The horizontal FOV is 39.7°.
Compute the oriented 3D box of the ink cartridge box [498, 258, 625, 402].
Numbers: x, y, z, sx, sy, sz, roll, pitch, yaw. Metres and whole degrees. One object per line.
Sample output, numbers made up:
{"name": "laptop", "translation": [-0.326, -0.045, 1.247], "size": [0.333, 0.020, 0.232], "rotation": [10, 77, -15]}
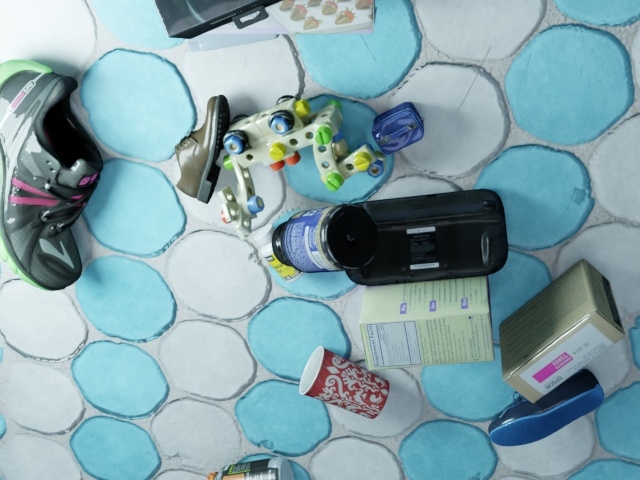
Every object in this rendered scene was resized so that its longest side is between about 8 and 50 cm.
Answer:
{"name": "ink cartridge box", "translation": [0.462, 0.175, 1.727], "size": [0.088, 0.193, 0.235], "rotation": [39, 118, -14]}

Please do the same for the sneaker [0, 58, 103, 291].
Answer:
{"name": "sneaker", "translation": [-0.520, -0.103, 1.708], "size": [0.202, 0.185, 0.483], "rotation": [5, 121, 9]}

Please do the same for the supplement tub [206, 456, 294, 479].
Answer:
{"name": "supplement tub", "translation": [-0.165, 0.579, 2.088], "size": [0.190, 0.117, 0.117], "rotation": [-12, 117, 15]}

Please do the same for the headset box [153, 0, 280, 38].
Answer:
{"name": "headset box", "translation": [-0.159, -0.472, 1.379], "size": [0.246, 0.131, 0.283], "rotation": [-21, 98, 10]}

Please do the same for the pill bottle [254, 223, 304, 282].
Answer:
{"name": "pill bottle", "translation": [-0.080, 0.024, 1.788], "size": [0.065, 0.065, 0.116], "rotation": [-32, 110, 23]}

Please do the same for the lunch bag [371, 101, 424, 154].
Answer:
{"name": "lunch bag", "translation": [0.146, -0.205, 1.626], "size": [0.098, 0.065, 0.067], "rotation": [-26, 113, 21]}

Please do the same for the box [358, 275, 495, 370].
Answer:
{"name": "box", "translation": [0.209, 0.137, 1.727], "size": [0.243, 0.213, 0.117], "rotation": [-6, 118, 10]}

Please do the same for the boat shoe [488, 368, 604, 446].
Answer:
{"name": "boat shoe", "translation": [0.478, 0.359, 1.897], "size": [0.258, 0.089, 0.109], "rotation": [-25, 127, 14]}

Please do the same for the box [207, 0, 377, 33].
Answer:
{"name": "box", "translation": [-0.068, -0.386, 1.493], "size": [0.324, 0.067, 0.063], "rotation": [1, 120, 6]}

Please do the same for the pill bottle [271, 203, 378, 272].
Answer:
{"name": "pill bottle", "translation": [0.000, 0.000, 1.670], "size": [0.123, 0.123, 0.219], "rotation": [50, 153, -20]}

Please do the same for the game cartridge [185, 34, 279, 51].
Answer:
{"name": "game cartridge", "translation": [-0.170, -0.481, 1.519], "size": [0.198, 0.062, 0.297], "rotation": [-9, 118, 8]}

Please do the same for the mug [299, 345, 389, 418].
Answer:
{"name": "mug", "translation": [0.050, 0.311, 1.930], "size": [0.169, 0.150, 0.113], "rotation": [25, 84, -11]}

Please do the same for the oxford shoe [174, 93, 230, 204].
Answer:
{"name": "oxford shoe", "translation": [-0.231, -0.178, 1.684], "size": [0.096, 0.083, 0.227], "rotation": [21, 119, 1]}

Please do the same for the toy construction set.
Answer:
{"name": "toy construction set", "translation": [-0.060, -0.146, 1.650], "size": [0.328, 0.151, 0.215], "rotation": [-27, 119, 13]}

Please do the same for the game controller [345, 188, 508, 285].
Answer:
{"name": "game controller", "translation": [0.196, -0.005, 1.708], "size": [0.319, 0.067, 0.166], "rotation": [-6, 94, 11]}
